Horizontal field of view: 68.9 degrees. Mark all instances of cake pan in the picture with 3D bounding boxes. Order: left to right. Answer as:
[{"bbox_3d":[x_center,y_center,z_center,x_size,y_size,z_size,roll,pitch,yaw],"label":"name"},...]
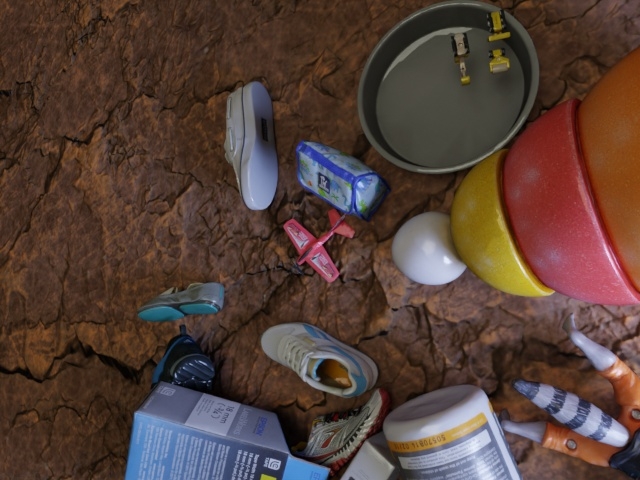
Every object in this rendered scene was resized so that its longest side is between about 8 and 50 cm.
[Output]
[{"bbox_3d":[0.208,-0.251,0.787,0.294,0.054,0.292,-3,84,25],"label":"cake pan"}]

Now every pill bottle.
[{"bbox_3d":[0.210,0.363,0.660,0.162,0.162,0.278,-25,80,21],"label":"pill bottle"}]

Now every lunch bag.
[{"bbox_3d":[0.035,-0.107,0.797,0.129,0.151,0.096,35,90,23],"label":"lunch bag"}]

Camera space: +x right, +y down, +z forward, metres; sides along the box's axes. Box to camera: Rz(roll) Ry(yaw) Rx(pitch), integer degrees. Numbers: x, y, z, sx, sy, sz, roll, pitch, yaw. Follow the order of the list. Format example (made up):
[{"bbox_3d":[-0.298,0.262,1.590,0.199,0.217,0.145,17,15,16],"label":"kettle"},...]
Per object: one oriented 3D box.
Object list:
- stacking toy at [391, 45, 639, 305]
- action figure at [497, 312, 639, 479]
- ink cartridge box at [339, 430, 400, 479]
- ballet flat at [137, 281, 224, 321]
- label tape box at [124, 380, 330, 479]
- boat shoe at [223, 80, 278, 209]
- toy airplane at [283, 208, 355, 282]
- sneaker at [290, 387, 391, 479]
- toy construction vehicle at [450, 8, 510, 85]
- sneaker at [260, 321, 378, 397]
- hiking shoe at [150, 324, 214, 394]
[{"bbox_3d":[0.303,-0.040,0.632,0.480,0.351,0.350,-17,77,42],"label":"stacking toy"},{"bbox_3d":[0.385,0.309,0.586,0.330,0.179,0.341,37,97,34],"label":"action figure"},{"bbox_3d":[0.071,0.402,0.757,0.060,0.104,0.180,35,100,29],"label":"ink cartridge box"},{"bbox_3d":[-0.292,0.128,0.989,0.214,0.072,0.068,-11,53,23],"label":"ballet flat"},{"bbox_3d":[-0.167,0.420,0.828,0.334,0.106,0.240,15,104,2],"label":"label tape box"},{"bbox_3d":[-0.149,-0.185,0.929,0.088,0.096,0.267,-11,79,28],"label":"boat shoe"},{"bbox_3d":[0.000,0.000,0.875,0.151,0.028,0.151,-2,85,24],"label":"toy airplane"},{"bbox_3d":[0.030,0.328,0.795,0.225,0.088,0.092,-48,67,14],"label":"sneaker"},{"bbox_3d":[0.251,-0.297,0.728,0.086,0.035,0.098,-11,83,13],"label":"toy construction vehicle"},{"bbox_3d":[-0.016,0.205,0.827,0.229,0.092,0.087,14,93,27],"label":"sneaker"},{"bbox_3d":[-0.301,0.335,0.960,0.303,0.113,0.132,-64,35,14],"label":"hiking shoe"}]
